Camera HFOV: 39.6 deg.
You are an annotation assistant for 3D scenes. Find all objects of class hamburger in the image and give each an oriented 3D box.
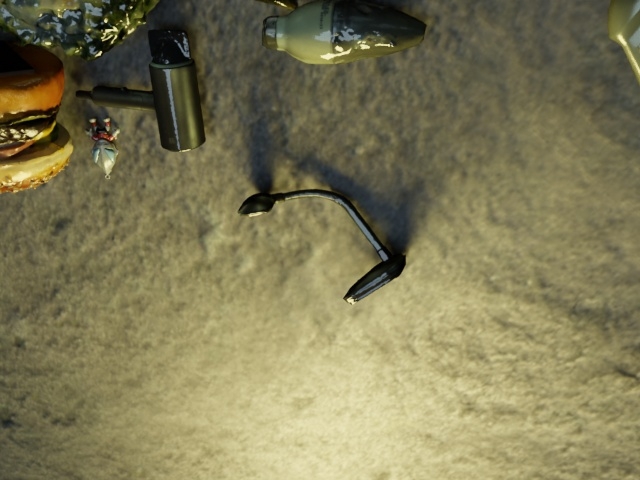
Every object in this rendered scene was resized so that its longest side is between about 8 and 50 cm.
[{"bbox_3d":[-0.554,-0.201,1.488,0.290,0.291,0.225,14,118,12],"label":"hamburger"}]

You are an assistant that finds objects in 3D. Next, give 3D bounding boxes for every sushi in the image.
[{"bbox_3d":[-0.365,-0.452,1.326,0.294,0.178,0.352,31,126,-2],"label":"sushi"}]

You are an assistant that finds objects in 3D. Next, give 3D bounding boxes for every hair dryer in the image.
[{"bbox_3d":[-0.316,-0.260,1.491,0.248,0.078,0.196,7,120,22],"label":"hair dryer"}]

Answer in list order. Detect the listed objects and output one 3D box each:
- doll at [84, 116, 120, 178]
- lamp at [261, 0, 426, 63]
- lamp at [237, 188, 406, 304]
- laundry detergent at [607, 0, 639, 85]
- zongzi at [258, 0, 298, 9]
[{"bbox_3d":[-0.385,-0.163,1.586,0.057,0.039,0.114,-12,113,-22],"label":"doll"},{"bbox_3d":[0.032,-0.307,1.315,0.250,0.101,0.101,3,120,10],"label":"lamp"},{"bbox_3d":[0.003,-0.006,1.450,0.283,0.203,0.124,39,105,-1],"label":"lamp"},{"bbox_3d":[0.478,-0.283,1.174,0.181,0.091,0.253,-35,103,31],"label":"laundry detergent"},{"bbox_3d":[-0.140,-0.372,1.278,0.094,0.205,0.204,-24,113,41],"label":"zongzi"}]
